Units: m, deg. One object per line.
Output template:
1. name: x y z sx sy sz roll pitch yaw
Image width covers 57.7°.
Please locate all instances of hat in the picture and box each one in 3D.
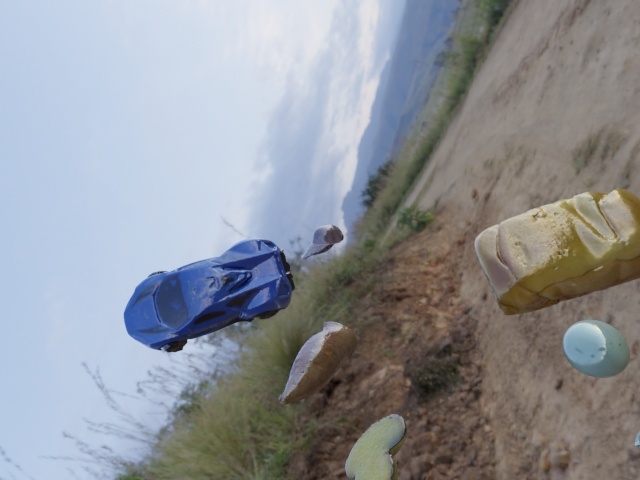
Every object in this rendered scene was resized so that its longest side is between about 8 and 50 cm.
1. hat: -0.003 0.000 1.012 0.058 0.087 0.042 -14 -103 -61

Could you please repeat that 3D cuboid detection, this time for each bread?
1. bread: 0.429 0.021 1.009 0.132 0.295 0.166 62 -167 -46
2. bread: 0.133 0.451 1.193 0.187 0.065 0.149 -53 24 12

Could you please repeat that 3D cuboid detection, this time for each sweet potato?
1. sweet potato: -0.012 0.345 1.633 0.337 0.131 0.131 -35 -40 -54

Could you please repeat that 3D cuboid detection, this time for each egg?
1. egg: 0.734 0.289 1.551 0.192 0.150 0.149 -124 45 -77

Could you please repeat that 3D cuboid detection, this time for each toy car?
1. toy car: -0.140 0.065 0.702 0.063 0.216 0.103 60 -169 -72

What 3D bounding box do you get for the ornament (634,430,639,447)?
1. ornament: 0.939 0.571 1.680 0.092 0.041 0.068 -13 -56 -42
